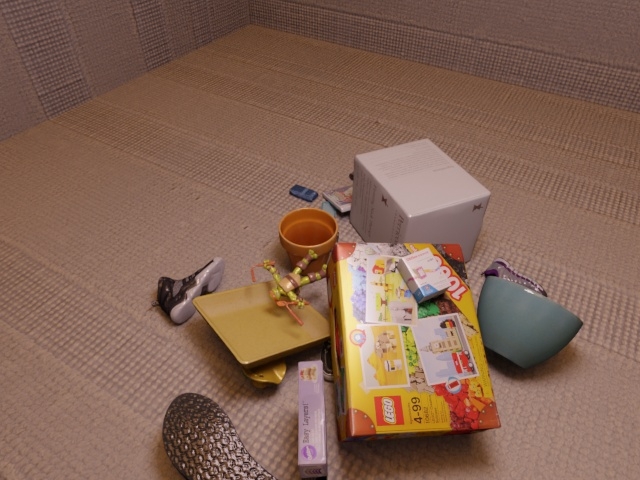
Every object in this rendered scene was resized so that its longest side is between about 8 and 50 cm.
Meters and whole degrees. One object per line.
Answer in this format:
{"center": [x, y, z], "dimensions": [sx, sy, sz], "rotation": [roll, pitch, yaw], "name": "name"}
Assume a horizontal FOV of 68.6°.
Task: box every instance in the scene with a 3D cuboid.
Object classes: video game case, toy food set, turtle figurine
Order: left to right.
{"center": [-0.176, 0.362, 1.385], "dimensions": [0.128, 0.071, 0.218], "rotation": [4, 26, -15], "name": "toy food set"}
{"center": [-0.077, 0.139, 1.487], "dimensions": [0.217, 0.087, 0.269], "rotation": [-33, 56, -21], "name": "turtle figurine"}
{"center": [0.130, -0.184, 1.978], "dimensions": [0.184, 0.023, 0.201], "rotation": [-16, 29, -17], "name": "video game case"}

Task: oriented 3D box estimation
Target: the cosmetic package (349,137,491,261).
{"center": [0.342, -0.118, 1.724], "dimensions": [0.328, 0.329, 0.393], "rotation": [-16, 44, -18], "name": "cosmetic package"}

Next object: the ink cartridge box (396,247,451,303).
{"center": [0.272, 0.091, 1.243], "dimensions": [0.089, 0.052, 0.122], "rotation": [-20, 65, -18], "name": "ink cartridge box"}

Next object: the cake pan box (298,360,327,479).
{"center": [-0.017, 0.473, 1.147], "dimensions": [0.070, 0.245, 0.266], "rotation": [-4, 44, 1], "name": "cake pan box"}

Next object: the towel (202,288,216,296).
{"center": [-0.396, 0.173, 1.636], "dimensions": [0.060, 0.009, 0.083], "rotation": [8, 44, 9], "name": "towel"}

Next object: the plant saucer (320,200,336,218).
{"center": [0.028, -0.094, 1.923], "dimensions": [0.067, 0.018, 0.192], "rotation": [6, 42, 5], "name": "plant saucer"}

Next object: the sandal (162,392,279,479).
{"center": [-0.234, 0.572, 1.159], "dimensions": [0.446, 0.107, 0.168], "rotation": [41, 54, 20], "name": "sandal"}

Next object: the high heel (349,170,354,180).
{"center": [0.279, -0.298, 2.085], "dimensions": [0.186, 0.093, 0.261], "rotation": [-37, 45, -26], "name": "high heel"}

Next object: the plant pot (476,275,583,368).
{"center": [0.586, 0.262, 1.395], "dimensions": [0.290, 0.290, 0.195], "rotation": [28, 85, 26], "name": "plant pot"}

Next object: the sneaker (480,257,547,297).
{"center": [0.671, 0.157, 1.634], "dimensions": [0.098, 0.083, 0.224], "rotation": [-38, 48, -9], "name": "sneaker"}

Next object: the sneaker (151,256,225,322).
{"center": [-0.451, 0.141, 1.586], "dimensions": [0.153, 0.101, 0.268], "rotation": [22, 58, 22], "name": "sneaker"}

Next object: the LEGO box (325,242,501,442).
{"center": [0.224, 0.267, 1.281], "dimensions": [0.373, 0.193, 0.499], "rotation": [0, 62, -9], "name": "LEGO box"}

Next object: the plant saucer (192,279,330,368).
{"center": [-0.174, 0.258, 1.426], "dimensions": [0.333, 0.080, 0.333], "rotation": [-10, 31, -37], "name": "plant saucer"}

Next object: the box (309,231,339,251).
{"center": [0.000, 0.000, 1.814], "dimensions": [0.137, 0.027, 0.094], "rotation": [5, 44, 5], "name": "box"}

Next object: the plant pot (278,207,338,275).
{"center": [-0.043, 0.018, 1.677], "dimensions": [0.205, 0.187, 0.205], "rotation": [0, 44, 0], "name": "plant pot"}

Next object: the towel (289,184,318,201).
{"center": [-0.073, -0.207, 2.035], "dimensions": [0.120, 0.029, 0.067], "rotation": [22, 46, 22], "name": "towel"}

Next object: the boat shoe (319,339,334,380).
{"center": [0.039, 0.320, 1.439], "dimensions": [0.078, 0.070, 0.219], "rotation": [5, 43, 5], "name": "boat shoe"}
